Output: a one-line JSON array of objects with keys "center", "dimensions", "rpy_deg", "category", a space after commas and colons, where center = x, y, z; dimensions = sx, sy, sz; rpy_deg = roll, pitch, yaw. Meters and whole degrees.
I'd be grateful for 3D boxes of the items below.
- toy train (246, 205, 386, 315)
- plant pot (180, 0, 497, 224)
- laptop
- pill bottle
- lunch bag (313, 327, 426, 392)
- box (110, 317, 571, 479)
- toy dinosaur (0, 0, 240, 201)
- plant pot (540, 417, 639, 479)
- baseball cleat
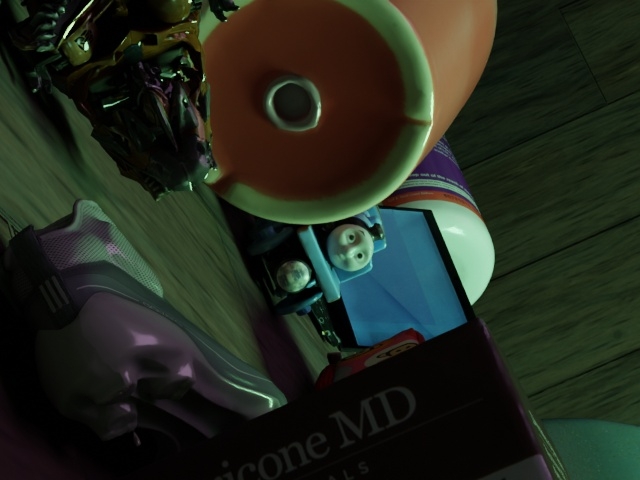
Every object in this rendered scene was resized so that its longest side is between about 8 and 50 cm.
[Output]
[{"center": [0.000, 0.000, 1.411], "dimensions": [0.184, 0.105, 0.080], "rpy_deg": [-89, 154, -79], "category": "toy train"}, {"center": [-0.005, -0.145, 1.318], "dimensions": [0.243, 0.275, 0.275], "rpy_deg": [-76, 142, -65], "category": "plant pot"}, {"center": [0.033, -0.020, 1.663], "dimensions": [0.234, 0.136, 0.264], "rpy_deg": [-109, 173, -49], "category": "laptop"}, {"center": [0.078, -0.056, 2.036], "dimensions": [0.323, 0.181, 0.181], "rpy_deg": [-108, 172, -47], "category": "pill bottle"}, {"center": [0.096, 0.213, 1.337], "dimensions": [0.258, 0.120, 0.293], "rpy_deg": [-73, 138, -83], "category": "lunch bag"}, {"center": [0.041, 0.175, 0.685], "dimensions": [0.167, 0.168, 0.203], "rpy_deg": [55, 12, -62], "category": "box"}, {"center": [-0.136, -0.171, 0.855], "dimensions": [0.322, 0.164, 0.218], "rpy_deg": [46, -6, -11], "category": "toy dinosaur"}, {"center": [0.261, 0.327, 1.761], "dimensions": [0.248, 0.252, 0.247], "rpy_deg": [-105, 170, -58], "category": "plant pot"}, {"center": [-0.070, 0.042, 0.717], "dimensions": [0.109, 0.072, 0.206], "rpy_deg": [61, -1, 22], "category": "baseball cleat"}]
